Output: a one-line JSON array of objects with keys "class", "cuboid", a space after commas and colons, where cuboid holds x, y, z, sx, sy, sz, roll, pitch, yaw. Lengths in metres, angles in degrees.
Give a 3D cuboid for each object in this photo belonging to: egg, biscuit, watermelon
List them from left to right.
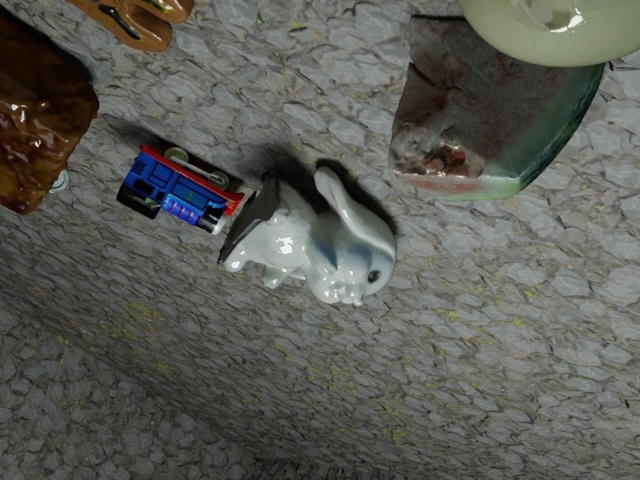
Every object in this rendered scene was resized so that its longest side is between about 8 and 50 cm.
[{"class": "biscuit", "cuboid": [-0.576, -0.237, 1.569, 0.342, 0.166, 0.395, 34, 150, -18]}, {"class": "biscuit", "cuboid": [-0.333, -0.378, 1.230, 0.334, 0.047, 0.202, 34, 153, -19]}, {"class": "watermelon", "cuboid": [0.204, -0.155, 1.112, 0.231, 0.193, 0.310, 12, 172, -19]}, {"class": "egg", "cuboid": [0.227, -0.261, 0.762, 0.219, 0.219, 0.269, 31, 154, -13]}]

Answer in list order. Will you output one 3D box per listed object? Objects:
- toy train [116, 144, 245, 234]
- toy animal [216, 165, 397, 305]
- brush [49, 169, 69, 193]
[{"class": "toy train", "cuboid": [-0.251, -0.085, 1.622, 0.204, 0.131, 0.083, 29, 154, -9]}, {"class": "toy animal", "cuboid": [-0.019, -0.001, 1.542, 0.249, 0.174, 0.289, -15, 134, 37]}, {"class": "brush", "cuboid": [-0.633, -0.206, 1.825, 0.297, 0.068, 0.060, 46, 169, -30]}]
